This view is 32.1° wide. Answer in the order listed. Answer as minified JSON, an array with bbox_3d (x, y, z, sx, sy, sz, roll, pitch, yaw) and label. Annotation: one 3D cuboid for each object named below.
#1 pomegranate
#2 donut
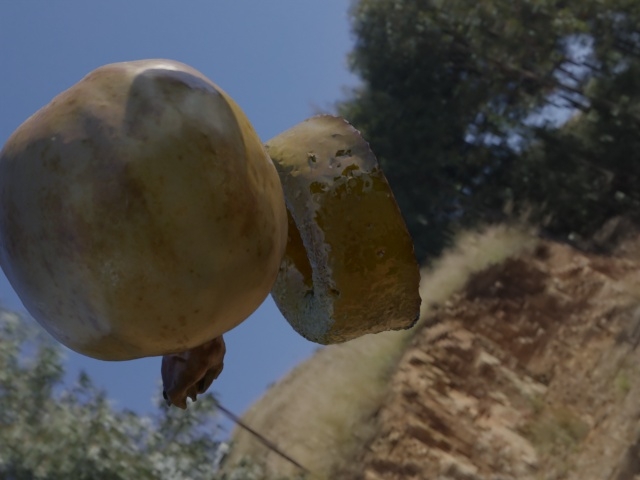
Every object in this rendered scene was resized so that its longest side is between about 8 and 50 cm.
[{"bbox_3d":[-0.114,-0.018,0.736,0.207,0.207,0.207,-50,-22,-29],"label":"pomegranate"},{"bbox_3d":[-0.001,-0.003,1.286,0.108,0.277,0.277,-22,-36,-23],"label":"donut"}]
